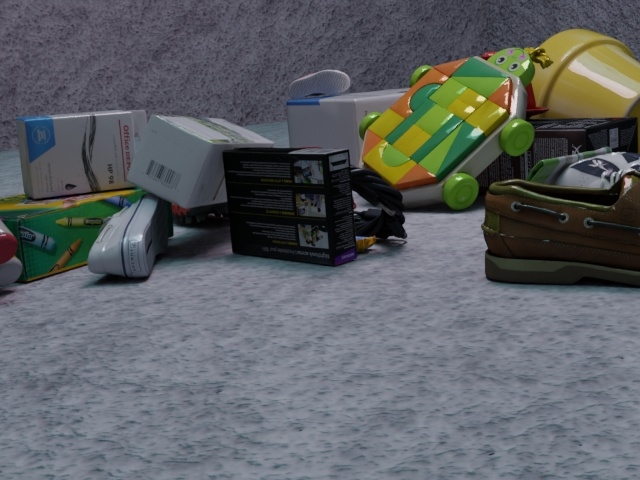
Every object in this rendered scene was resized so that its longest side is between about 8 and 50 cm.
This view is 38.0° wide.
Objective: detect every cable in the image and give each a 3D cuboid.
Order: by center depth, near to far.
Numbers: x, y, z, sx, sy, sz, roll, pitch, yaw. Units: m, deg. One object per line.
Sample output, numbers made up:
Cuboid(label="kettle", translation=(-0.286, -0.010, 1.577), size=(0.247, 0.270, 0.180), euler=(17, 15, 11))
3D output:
Cuboid(label="cable", translation=(0.020, -0.054, 1.183), size=(0.184, 0.047, 0.150), euler=(16, -22, 31))

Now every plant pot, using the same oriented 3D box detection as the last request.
Cuboid(label="plant pot", translation=(0.527, -0.241, 1.724), size=(0.254, 0.254, 0.239), euler=(-9, 28, -25))

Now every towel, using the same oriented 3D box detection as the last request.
Cuboid(label="towel", translation=(0.333, -0.085, 1.311), size=(0.152, 0.113, 0.023), euler=(-11, 54, -36))

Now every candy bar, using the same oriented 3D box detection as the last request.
Cuboid(label="candy bar", translation=(0.000, 0.000, 1.191), size=(0.161, 0.018, 0.040), euler=(4, 14, 38))

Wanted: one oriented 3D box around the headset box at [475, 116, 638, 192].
Cuboid(label="headset box", translation=(0.353, -0.145, 1.565), size=(0.293, 0.110, 0.218), euler=(5, 14, 38))

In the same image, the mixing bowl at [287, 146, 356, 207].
Cuboid(label="mixing bowl", translation=(-0.036, -0.097, 1.491), size=(0.181, 0.098, 0.181), euler=(-4, 10, 1))

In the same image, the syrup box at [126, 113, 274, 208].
Cuboid(label="syrup box", translation=(-0.155, -0.109, 1.260), size=(0.093, 0.096, 0.237), euler=(26, 11, 12))

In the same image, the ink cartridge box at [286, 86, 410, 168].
Cuboid(label="ink cartridge box", translation=(0.170, -0.222, 1.873), size=(0.394, 0.166, 0.285), euler=(-10, 12, -28))

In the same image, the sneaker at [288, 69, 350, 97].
Cuboid(label="sneaker", translation=(0.008, -0.319, 1.876), size=(0.134, 0.051, 0.070), euler=(-5, 15, 29))

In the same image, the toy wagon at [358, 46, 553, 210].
Cuboid(label="toy wagon", translation=(0.218, -0.201, 1.475), size=(0.344, 0.068, 0.267), euler=(-44, 42, -2))

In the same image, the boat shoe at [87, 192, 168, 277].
Cuboid(label="boat shoe", translation=(-0.239, -0.012, 1.160), size=(0.075, 0.083, 0.226), euler=(-3, 12, -1))

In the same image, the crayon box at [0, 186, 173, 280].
Cuboid(label="crayon box", translation=(-0.348, -0.019, 1.241), size=(0.165, 0.081, 0.278), euler=(3, 13, 30))

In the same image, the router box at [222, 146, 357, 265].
Cuboid(label="router box", translation=(-0.040, -0.045, 1.134), size=(0.178, 0.133, 0.046), euler=(7, 16, 42))

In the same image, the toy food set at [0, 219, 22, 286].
Cuboid(label="toy food set", translation=(-0.395, 0.034, 0.960), size=(0.104, 0.111, 0.232), euler=(41, 25, 30))

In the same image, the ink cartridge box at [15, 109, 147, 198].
Cuboid(label="ink cartridge box", translation=(-0.307, -0.120, 1.251), size=(0.180, 0.104, 0.060), euler=(-10, 12, -28))

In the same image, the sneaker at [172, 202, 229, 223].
Cuboid(label="sneaker", translation=(-0.202, -0.103, 1.485), size=(0.097, 0.135, 0.276), euler=(-6, 12, -21))

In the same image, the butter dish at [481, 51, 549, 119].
Cuboid(label="butter dish", translation=(0.298, -0.267, 1.610), size=(0.160, 0.118, 0.160), euler=(-5, 9, -5))

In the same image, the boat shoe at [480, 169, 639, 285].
Cuboid(label="boat shoe", translation=(0.315, -0.015, 0.929), size=(0.307, 0.105, 0.111), euler=(-1, 11, 12))

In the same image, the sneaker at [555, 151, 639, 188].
Cuboid(label="sneaker", translation=(0.381, -0.059, 1.159), size=(0.235, 0.094, 0.153), euler=(18, 14, 38))
